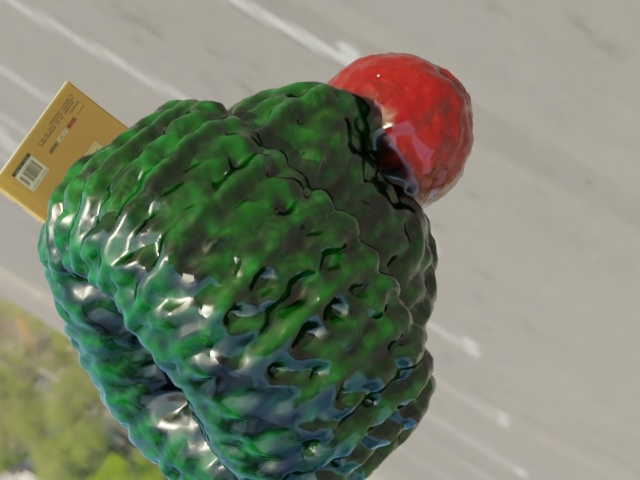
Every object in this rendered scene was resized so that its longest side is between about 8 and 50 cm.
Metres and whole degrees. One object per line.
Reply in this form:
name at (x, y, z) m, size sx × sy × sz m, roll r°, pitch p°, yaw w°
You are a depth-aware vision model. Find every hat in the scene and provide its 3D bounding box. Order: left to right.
hat at (0.000, 0.000, 1.186) m, size 0.242 × 0.332 × 0.274 m, roll 15°, pitch 139°, yaw 47°

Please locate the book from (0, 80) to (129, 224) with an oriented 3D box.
book at (-0.173, -0.038, 1.478) m, size 0.172 × 0.118 × 0.012 m, roll 38°, pitch 151°, yaw -12°
